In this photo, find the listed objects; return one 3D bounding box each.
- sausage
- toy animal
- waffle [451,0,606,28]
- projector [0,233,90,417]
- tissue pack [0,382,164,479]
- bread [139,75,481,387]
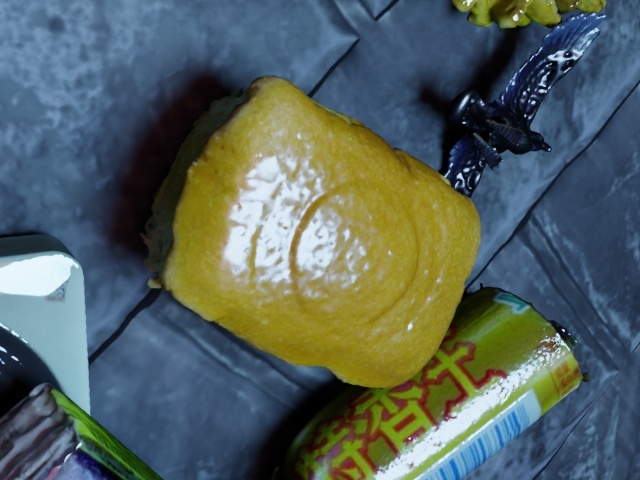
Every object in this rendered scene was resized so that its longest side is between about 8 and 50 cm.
[{"bbox_3d":[0.060,0.160,0.645,0.317,0.125,0.117,-32,123,-13],"label":"sausage"},{"bbox_3d":[0.147,-0.090,0.621,0.108,0.062,0.220,-12,140,-55],"label":"toy animal"},{"bbox_3d":[0.175,-0.313,0.580,0.260,0.069,0.292,-17,114,-28],"label":"waffle"},{"bbox_3d":[-0.271,0.137,0.468,0.259,0.079,0.257,-8,111,-29],"label":"projector"},{"bbox_3d":[-0.161,0.219,0.488,0.173,0.073,0.235,-45,136,-15],"label":"tissue pack"},{"bbox_3d":[0.000,0.000,0.553,0.246,0.121,0.174,29,92,-31],"label":"bread"}]
